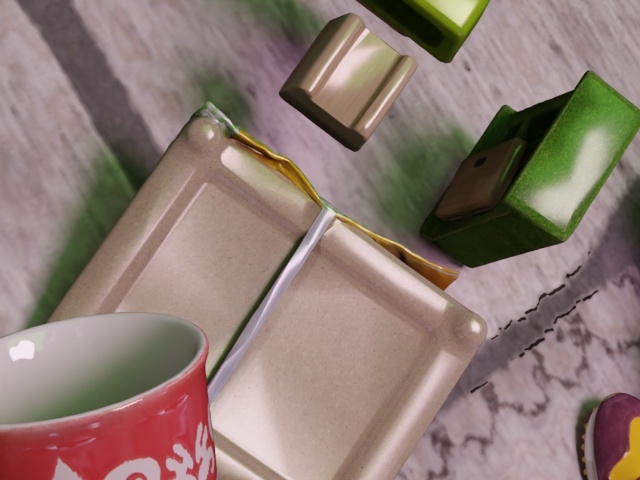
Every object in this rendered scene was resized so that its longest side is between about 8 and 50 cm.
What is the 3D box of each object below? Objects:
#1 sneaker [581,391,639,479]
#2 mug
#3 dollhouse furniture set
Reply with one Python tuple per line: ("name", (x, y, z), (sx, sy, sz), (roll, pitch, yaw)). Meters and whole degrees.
("sneaker", (0.216, 0.171, 0.875), (0.069, 0.084, 0.186), (-1, 69, -37))
("mug", (-0.083, 0.122, 0.632), (0.150, 0.113, 0.169), (-47, 131, -64))
("dollhouse furniture set", (0.000, 0.000, 0.815), (0.197, 0.151, 0.302), (36, 79, -9))
